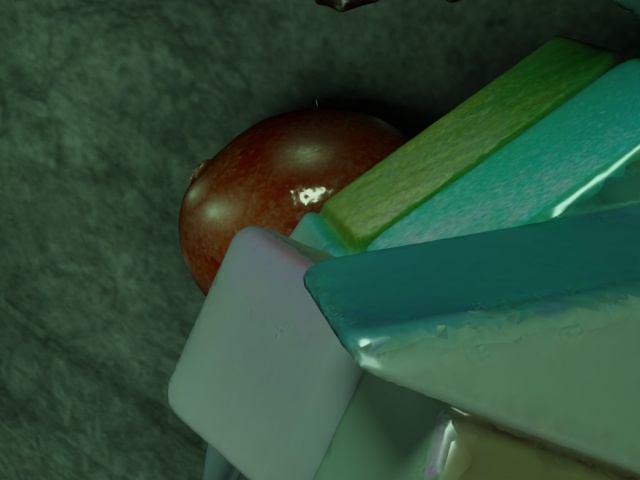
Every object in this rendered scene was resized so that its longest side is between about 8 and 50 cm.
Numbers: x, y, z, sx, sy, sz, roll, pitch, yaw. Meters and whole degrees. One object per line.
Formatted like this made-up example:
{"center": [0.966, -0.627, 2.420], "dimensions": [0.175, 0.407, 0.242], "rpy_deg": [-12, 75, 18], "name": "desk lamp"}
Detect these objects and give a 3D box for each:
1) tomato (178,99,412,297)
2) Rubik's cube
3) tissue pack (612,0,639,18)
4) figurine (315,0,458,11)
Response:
{"center": [0.000, 0.000, 0.779], "dimensions": [0.167, 0.167, 0.167], "rpy_deg": [12, 126, 17], "name": "tomato"}
{"center": [0.117, 0.099, 0.575], "dimensions": [0.358, 0.387, 0.368], "rpy_deg": [21, 133, -18], "name": "Rubik's cube"}
{"center": [0.285, -0.184, 0.535], "dimensions": [0.228, 0.128, 0.311], "rpy_deg": [34, 129, 1], "name": "tissue pack"}
{"center": [-0.023, -0.259, 0.580], "dimensions": [0.218, 0.206, 0.365], "rpy_deg": [10, 128, 37], "name": "figurine"}
